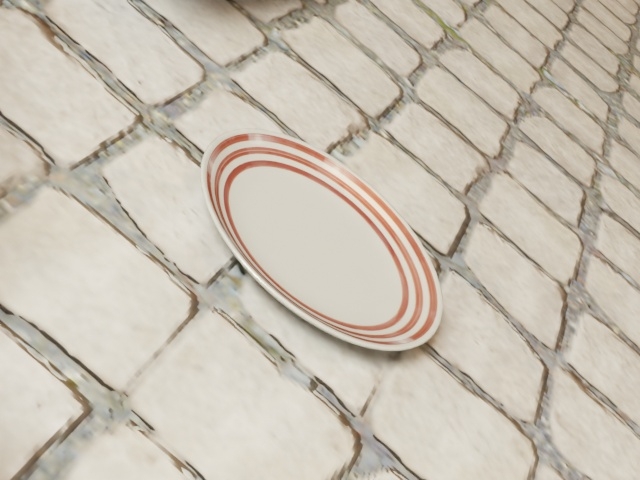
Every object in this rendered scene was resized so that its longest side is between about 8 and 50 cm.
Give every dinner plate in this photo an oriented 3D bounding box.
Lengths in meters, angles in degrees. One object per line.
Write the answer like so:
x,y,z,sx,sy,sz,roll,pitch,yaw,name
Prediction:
0.000,0.000,0.490,0.141,0.017,0.141,29,34,-21,dinner plate
